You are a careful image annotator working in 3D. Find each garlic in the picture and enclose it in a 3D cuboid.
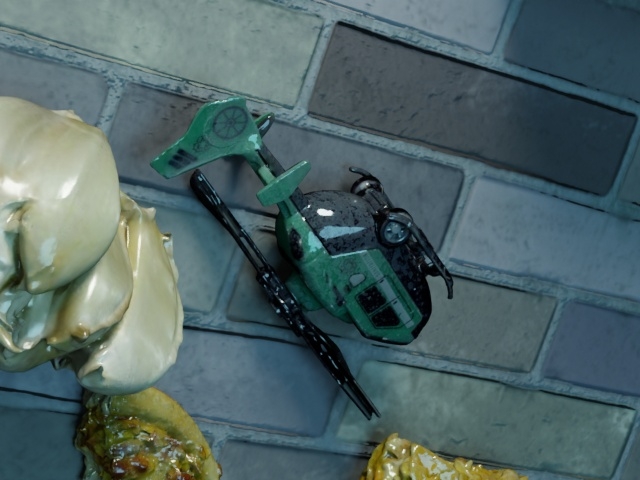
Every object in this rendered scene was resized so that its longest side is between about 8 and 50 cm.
[{"bbox_3d":[-0.233,0.020,1.492,0.184,0.203,0.281,-7,137,12],"label":"garlic"}]

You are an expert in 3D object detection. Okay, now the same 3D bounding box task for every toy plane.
[{"bbox_3d":[0.000,0.000,1.694,0.155,0.106,0.382,-37,130,-1],"label":"toy plane"}]

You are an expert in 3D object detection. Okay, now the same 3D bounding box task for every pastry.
[{"bbox_3d":[0.138,0.292,1.888,0.250,0.102,0.154,24,83,-34],"label":"pastry"}]

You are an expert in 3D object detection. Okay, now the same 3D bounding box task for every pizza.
[{"bbox_3d":[-0.147,0.219,1.705,0.127,0.058,0.246,-22,117,-24],"label":"pizza"}]
